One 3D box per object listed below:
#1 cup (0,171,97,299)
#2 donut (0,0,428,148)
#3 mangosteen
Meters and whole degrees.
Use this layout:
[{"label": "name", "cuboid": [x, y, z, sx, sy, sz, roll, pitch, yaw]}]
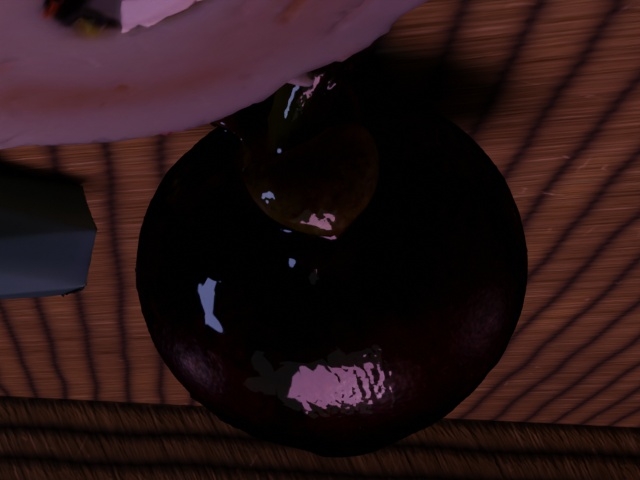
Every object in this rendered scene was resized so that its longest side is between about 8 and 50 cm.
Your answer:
[{"label": "cup", "cuboid": [-0.327, -0.003, 1.573, 0.236, 0.148, 0.134, 6, 169, -32]}, {"label": "donut", "cuboid": [-0.095, -0.170, 0.764, 0.383, 0.142, 0.382, -14, 161, -5]}, {"label": "mangosteen", "cuboid": [0.005, 0.016, 1.307, 0.297, 0.297, 0.293, 0, 168, 9]}]
